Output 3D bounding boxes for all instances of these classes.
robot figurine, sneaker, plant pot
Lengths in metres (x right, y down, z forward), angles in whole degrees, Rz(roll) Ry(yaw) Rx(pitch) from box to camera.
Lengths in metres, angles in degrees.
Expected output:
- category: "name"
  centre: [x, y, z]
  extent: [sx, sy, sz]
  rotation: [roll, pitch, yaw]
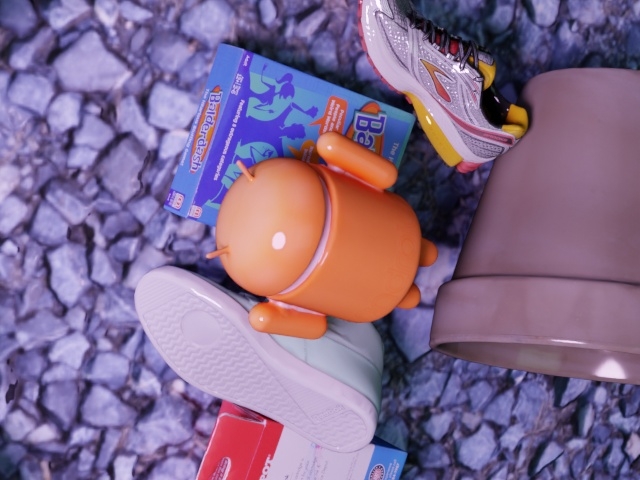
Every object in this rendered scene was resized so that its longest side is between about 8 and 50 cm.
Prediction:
- category: "robot figurine"
  centre: [0.000, -0.002, 1.419]
  extent: [0.219, 0.128, 0.158]
  rotation: [17, 135, -37]
- category: "sneaker"
  centre: [0.115, -0.170, 1.506]
  extent: [0.225, 0.093, 0.088]
  rotation: [49, 37, -25]
- category: "plant pot"
  centre: [0.280, -0.012, 1.581]
  extent: [0.323, 0.323, 0.280]
  rotation: [13, 80, -36]
- category: "sneaker"
  centre: [-0.052, 0.082, 1.505]
  extent: [0.256, 0.151, 0.094]
  rotation: [34, 122, -11]

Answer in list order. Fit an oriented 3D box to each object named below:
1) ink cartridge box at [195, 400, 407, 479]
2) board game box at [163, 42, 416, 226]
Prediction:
- category: "ink cartridge box"
  centre: [-0.042, 0.234, 1.546]
  extent: [0.231, 0.078, 0.134]
  rotation: [18, 92, -36]
- category: "board game box"
  centre: [-0.025, -0.074, 1.488]
  extent: [0.210, 0.047, 0.160]
  rotation: [16, 94, -37]
